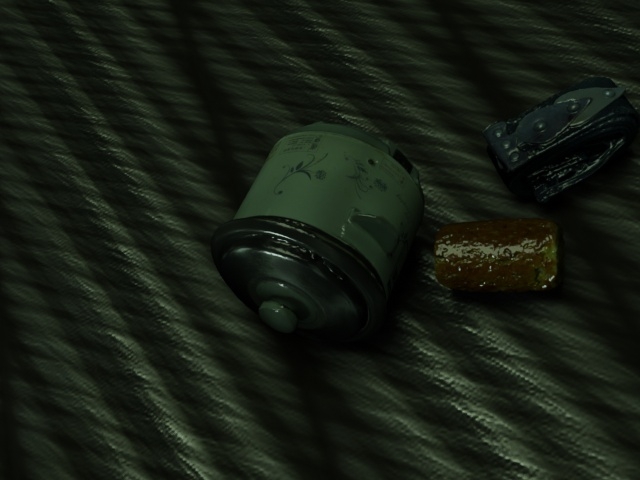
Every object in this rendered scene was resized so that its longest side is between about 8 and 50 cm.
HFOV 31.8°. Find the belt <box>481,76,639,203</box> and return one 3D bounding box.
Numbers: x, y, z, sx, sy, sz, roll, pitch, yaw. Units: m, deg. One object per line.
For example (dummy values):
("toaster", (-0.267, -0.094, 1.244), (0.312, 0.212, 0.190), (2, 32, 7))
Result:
("belt", (0.364, -0.140, 1.651), (0.218, 0.122, 0.128), (-30, 50, 5))

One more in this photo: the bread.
("bread", (0.252, 0.021, 1.567), (0.172, 0.132, 0.103), (-1, 93, 17))

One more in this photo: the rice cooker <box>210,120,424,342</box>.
("rice cooker", (0.000, 0.000, 1.583), (0.316, 0.264, 0.317), (-31, 30, 20))
